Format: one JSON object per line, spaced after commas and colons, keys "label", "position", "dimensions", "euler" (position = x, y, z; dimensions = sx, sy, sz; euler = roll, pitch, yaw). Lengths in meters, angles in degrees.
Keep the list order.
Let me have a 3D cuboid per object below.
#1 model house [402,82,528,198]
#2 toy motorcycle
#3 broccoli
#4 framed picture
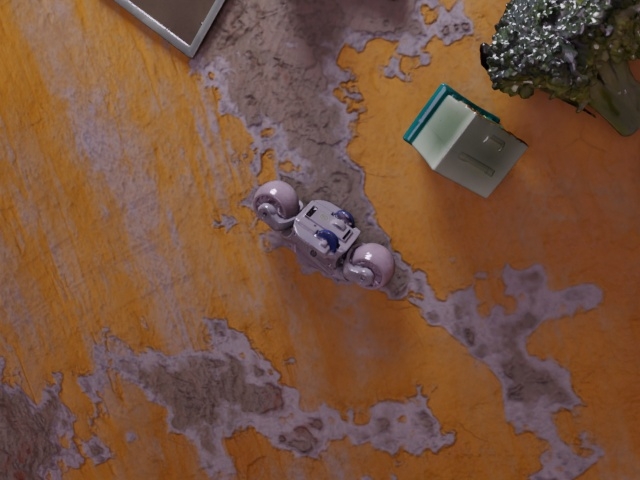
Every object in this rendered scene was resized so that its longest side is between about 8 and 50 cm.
{"label": "model house", "position": [0.197, -0.151, 1.050], "dimensions": [0.127, 0.149, 0.100], "euler": [22, 112, -35]}
{"label": "toy motorcycle", "position": [0.000, 0.000, 1.165], "dimensions": [0.254, 0.112, 0.112], "euler": [33, 109, 7]}
{"label": "broccoli", "position": [0.349, -0.247, 0.968], "dimensions": [0.243, 0.263, 0.247], "euler": [45, 148, -22]}
{"label": "framed picture", "position": [-0.218, -0.461, 1.166], "dimensions": [0.217, 0.017, 0.274], "euler": [39, 110, 6]}
